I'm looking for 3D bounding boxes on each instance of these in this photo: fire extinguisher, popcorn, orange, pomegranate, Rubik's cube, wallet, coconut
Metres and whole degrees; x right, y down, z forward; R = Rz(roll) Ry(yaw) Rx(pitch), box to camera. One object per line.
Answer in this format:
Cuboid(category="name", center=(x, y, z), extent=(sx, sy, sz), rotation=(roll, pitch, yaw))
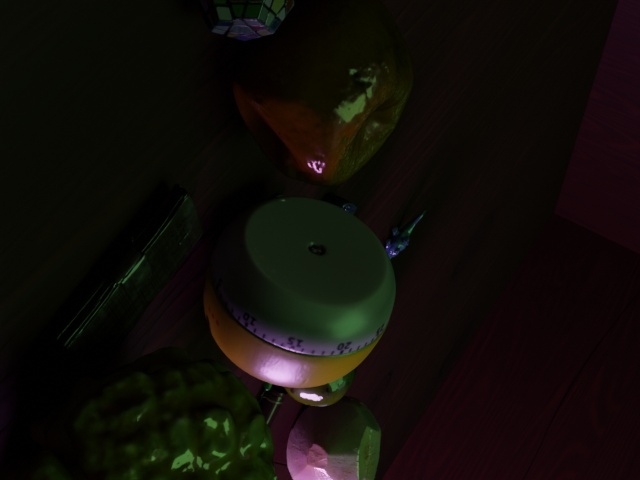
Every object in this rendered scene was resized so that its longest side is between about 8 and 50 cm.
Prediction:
Cuboid(category="fire extinguisher", center=(-0.116, 0.348, 1.748), extent=(0.064, 0.043, 0.158), rotation=(22, 96, -40))
Cuboid(category="popcorn", center=(-0.191, 0.255, 1.066), extent=(0.335, 0.274, 0.279), rotation=(-28, 154, -54))
Cuboid(category="orange", center=(0.004, -0.197, 1.114), extent=(0.249, 0.183, 0.249), rotation=(-51, 167, -17))
Cuboid(category="pomegranate", center=(-0.021, 0.211, 1.694), extent=(0.156, 0.156, 0.220), rotation=(-53, 128, -22))
Cuboid(category="Rubik's cube", center=(-0.080, -0.261, 0.948), extent=(0.093, 0.111, 0.111), rotation=(-26, 147, -19))
Cuboid(category="wallet", center=(-0.221, 0.047, 1.086), extent=(0.230, 0.042, 0.124), rotation=(-52, 165, -18))
Cuboid(category="coconut", center=(0.028, 0.453, 2.022), extent=(0.237, 0.197, 0.237), rotation=(-46, 145, -48))

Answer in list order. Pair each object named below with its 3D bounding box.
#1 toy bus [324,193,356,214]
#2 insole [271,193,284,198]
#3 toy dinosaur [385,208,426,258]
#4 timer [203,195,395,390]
Cuboid(category="toy bus", center=(0.000, 0.000, 1.567), extent=(0.166, 0.047, 0.065), rotation=(-61, 157, 0))
Cuboid(category="insole", center=(-0.106, 0.015, 1.382), extent=(0.193, 0.006, 0.065), rotation=(-61, 160, -2))
Cuboid(category="toy dinosaur", center=(0.169, 0.001, 1.992), extent=(0.197, 0.045, 0.080), rotation=(-50, 172, -10))
Cuboid(category="timer", center=(-0.044, 0.103, 1.295), extent=(0.285, 0.285, 0.285), rotation=(-50, 157, -30))
